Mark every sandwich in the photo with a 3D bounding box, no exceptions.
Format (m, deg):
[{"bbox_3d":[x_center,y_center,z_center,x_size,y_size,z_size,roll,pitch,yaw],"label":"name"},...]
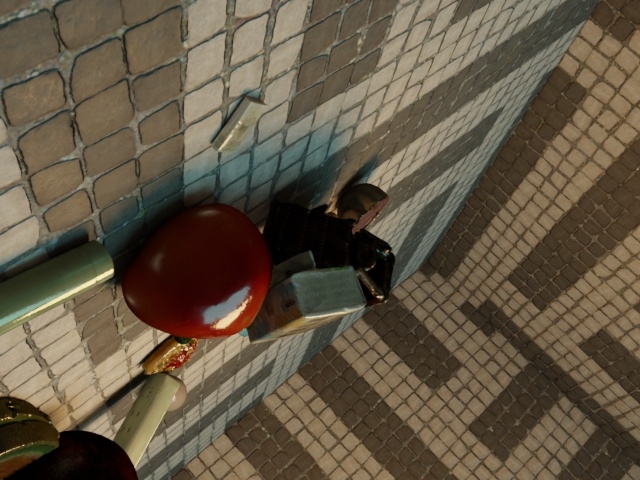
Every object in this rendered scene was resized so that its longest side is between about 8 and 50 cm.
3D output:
[{"bbox_3d":[-0.631,0.402,1.282,0.212,0.109,0.292,-39,164,-21],"label":"sandwich"}]

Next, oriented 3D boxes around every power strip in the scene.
[{"bbox_3d":[-0.489,0.518,1.704,0.091,0.062,0.385,-7,-132,49],"label":"power strip"}]

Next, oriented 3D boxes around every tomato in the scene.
[{"bbox_3d":[-0.216,0.072,1.265,0.299,0.226,0.298,-39,160,-17],"label":"tomato"}]

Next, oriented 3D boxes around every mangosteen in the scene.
[{"bbox_3d":[-0.562,0.566,1.474,0.293,0.296,0.297,-15,180,30],"label":"mangosteen"}]

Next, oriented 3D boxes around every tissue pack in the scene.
[{"bbox_3d":[-0.047,0.111,1.377,0.159,0.145,0.229,-7,166,-35],"label":"tissue pack"},{"bbox_3d":[-0.138,-0.196,1.138,0.108,0.023,0.056,-51,163,21],"label":"tissue pack"}]

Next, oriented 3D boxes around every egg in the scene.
[{"bbox_3d":[-0.432,0.432,1.886,0.103,0.103,0.135,-42,163,-10],"label":"egg"}]

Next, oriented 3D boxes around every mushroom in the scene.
[{"bbox_3d":[0.106,-0.089,1.877,0.141,0.117,0.188,-14,146,-44],"label":"mushroom"}]

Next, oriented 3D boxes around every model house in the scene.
[{"bbox_3d":[0.000,0.000,1.549,0.297,0.283,0.317,-35,-155,38],"label":"model house"}]

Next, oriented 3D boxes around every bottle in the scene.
[{"bbox_3d":[-0.421,0.071,1.022,0.202,0.072,0.072,-31,160,-39],"label":"bottle"}]

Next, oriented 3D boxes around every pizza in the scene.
[{"bbox_3d":[-0.379,0.307,1.780,0.188,0.062,0.199,-38,165,-14],"label":"pizza"}]

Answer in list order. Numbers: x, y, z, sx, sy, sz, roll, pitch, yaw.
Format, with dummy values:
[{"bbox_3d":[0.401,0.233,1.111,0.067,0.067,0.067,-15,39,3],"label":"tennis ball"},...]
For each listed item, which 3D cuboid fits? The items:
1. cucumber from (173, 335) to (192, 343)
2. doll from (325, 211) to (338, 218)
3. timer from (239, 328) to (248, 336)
[{"bbox_3d":[-0.347,0.220,1.660,0.048,0.048,0.105,-39,159,-21],"label":"cucumber"},{"bbox_3d":[-0.009,-0.037,1.821,0.084,0.073,0.127,-15,-171,40],"label":"doll"},{"bbox_3d":[-0.124,0.146,1.883,0.232,0.091,0.249,1,128,-34],"label":"timer"}]
